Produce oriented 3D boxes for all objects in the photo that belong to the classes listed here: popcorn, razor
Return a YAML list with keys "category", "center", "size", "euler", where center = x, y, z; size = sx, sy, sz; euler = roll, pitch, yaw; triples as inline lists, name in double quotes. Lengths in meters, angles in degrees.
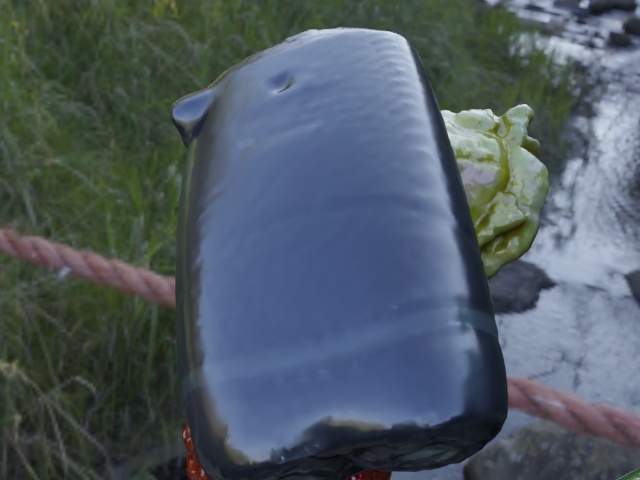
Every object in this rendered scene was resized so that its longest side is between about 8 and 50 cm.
- category: "popcorn"
  center: [0.172, -0.047, 1.333]
  size: [0.259, 0.259, 0.212]
  euler: [-1, 60, -18]
- category: "razor"
  center: [0.000, 0.000, 0.720]
  size: [0.204, 0.113, 0.349]
  euler: [-17, 53, 11]

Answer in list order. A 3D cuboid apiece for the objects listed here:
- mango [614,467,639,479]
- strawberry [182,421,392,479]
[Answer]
- category: "mango"
  center: [0.193, 0.168, 0.500]
  size: [0.251, 0.156, 0.114]
  euler: [-17, -1, -6]
- category: "strawberry"
  center: [-0.048, 0.303, 1.366]
  size: [0.295, 0.317, 0.345]
  euler: [32, 35, -13]
